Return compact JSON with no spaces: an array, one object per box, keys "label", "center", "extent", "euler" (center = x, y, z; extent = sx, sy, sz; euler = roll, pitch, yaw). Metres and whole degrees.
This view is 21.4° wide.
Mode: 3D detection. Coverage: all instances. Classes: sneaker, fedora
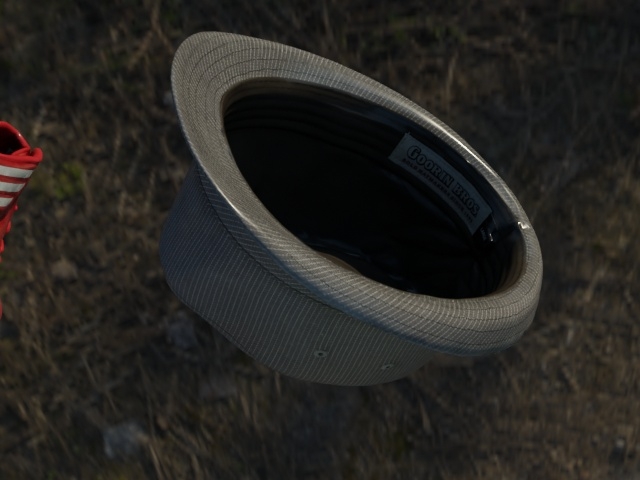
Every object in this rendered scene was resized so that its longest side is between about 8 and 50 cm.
[{"label":"sneaker","center":[-0.237,-0.008,1.210],"extent":[0.087,0.221,0.128],"euler":[34,75,1]},{"label":"fedora","center":[0.000,0.000,1.032],"extent":[0.275,0.124,0.243],"euler":[11,40,-37]}]
